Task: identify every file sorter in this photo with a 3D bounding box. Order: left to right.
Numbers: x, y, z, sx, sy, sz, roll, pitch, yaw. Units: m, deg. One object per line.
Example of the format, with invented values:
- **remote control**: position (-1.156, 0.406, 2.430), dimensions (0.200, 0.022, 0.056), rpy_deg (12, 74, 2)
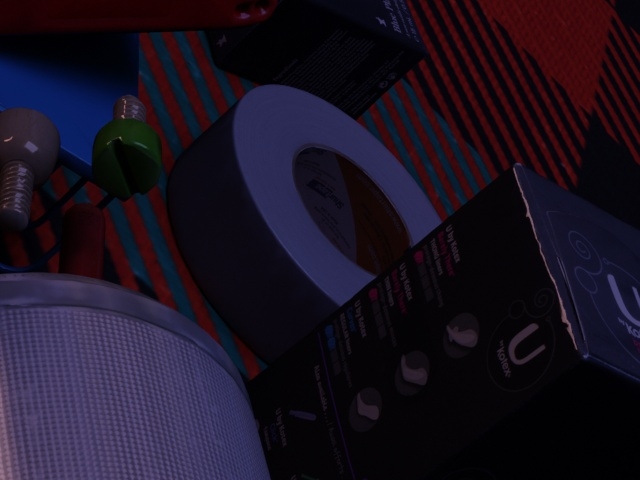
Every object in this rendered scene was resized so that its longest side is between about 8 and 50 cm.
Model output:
- **file sorter**: position (-0.184, -0.082, 1.165), dimensions (0.118, 0.104, 0.170), rpy_deg (32, 32, -29)

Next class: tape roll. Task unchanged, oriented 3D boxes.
- **tape roll**: position (0.000, 0.000, 1.365), dimensions (0.219, 0.072, 0.219), rpy_deg (35, 32, -26)

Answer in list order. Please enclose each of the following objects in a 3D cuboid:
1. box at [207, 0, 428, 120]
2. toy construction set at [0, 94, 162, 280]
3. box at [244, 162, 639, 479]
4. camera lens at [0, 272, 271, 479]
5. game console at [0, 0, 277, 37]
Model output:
- **box**: position (-0.017, -0.198, 1.559), dimensions (0.158, 0.093, 0.156), rpy_deg (18, 41, -43)
- **toy construction set**: position (-0.208, -0.034, 0.903), dimensions (0.309, 0.257, 0.237), rpy_deg (37, 25, -27)
- **box**: position (0.086, 0.110, 1.142), dimensions (0.165, 0.270, 0.143), rpy_deg (25, 36, -38)
- **camera lens**: position (-0.115, 0.166, 0.817), dimensions (0.219, 0.219, 0.274), rpy_deg (28, 29, -35)
- **game console**: position (-0.236, -0.254, 1.185), dimensions (0.342, 0.060, 0.386), rpy_deg (-1, 46, -28)
